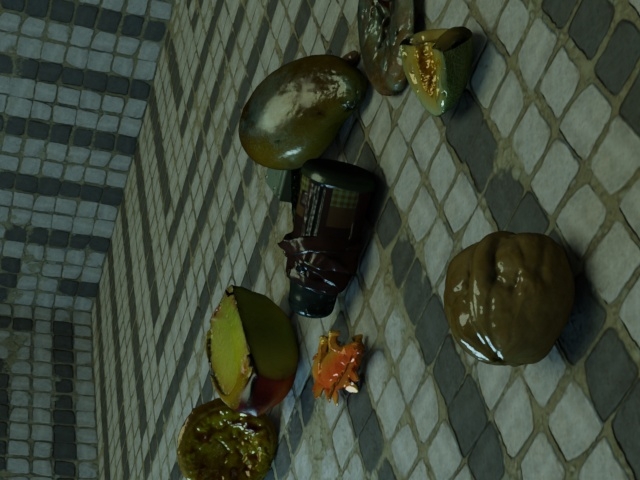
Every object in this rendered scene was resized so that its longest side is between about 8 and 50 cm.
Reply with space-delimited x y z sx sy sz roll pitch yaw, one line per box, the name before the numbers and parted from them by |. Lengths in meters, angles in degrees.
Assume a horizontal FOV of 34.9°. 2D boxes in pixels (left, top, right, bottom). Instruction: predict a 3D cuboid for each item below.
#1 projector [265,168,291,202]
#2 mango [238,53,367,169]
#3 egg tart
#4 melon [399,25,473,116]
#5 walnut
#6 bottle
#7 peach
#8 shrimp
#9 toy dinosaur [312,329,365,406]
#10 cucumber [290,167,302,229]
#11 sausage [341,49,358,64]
projector | -0.065 -0.165 2.104 0.115 0.061 0.147 -128 49 -60
mango | -0.035 -0.246 1.915 0.316 0.146 0.193 -28 69 44
egg tart | -0.197 0.405 2.063 0.147 0.202 0.203 -175 93 -78
melon | 0.181 -0.249 1.487 0.160 0.079 0.128 -143 43 -66
walnut | 0.217 0.067 1.176 0.166 0.149 0.167 -26 42 26
bottle | 0.000 0.000 1.759 0.156 0.143 0.271 -133 53 -64
peach | -0.124 0.238 1.976 0.159 0.153 0.267 -54 42 35
shrimp | 0.114 -0.395 1.730 0.164 0.062 0.317 -39 51 55
toy dinosaur | 0.021 0.222 1.729 0.288 0.070 0.117 140 134 -67
cucumber | -0.025 -0.052 1.951 0.067 0.067 0.294 125 148 -50
sausage | 0.043 -0.337 1.937 0.116 0.026 0.026 163 113 -67
